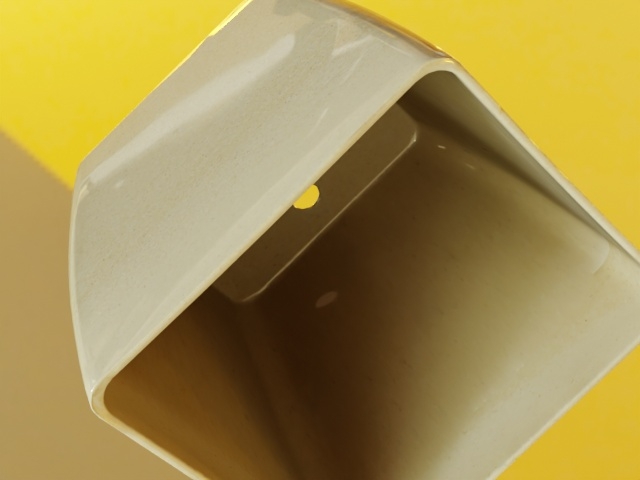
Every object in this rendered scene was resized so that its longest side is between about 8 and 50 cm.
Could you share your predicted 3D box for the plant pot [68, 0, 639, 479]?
[{"bbox_3d":[0.000,0.000,0.486,0.109,0.109,0.096,-44,-140,6],"label":"plant pot"}]
